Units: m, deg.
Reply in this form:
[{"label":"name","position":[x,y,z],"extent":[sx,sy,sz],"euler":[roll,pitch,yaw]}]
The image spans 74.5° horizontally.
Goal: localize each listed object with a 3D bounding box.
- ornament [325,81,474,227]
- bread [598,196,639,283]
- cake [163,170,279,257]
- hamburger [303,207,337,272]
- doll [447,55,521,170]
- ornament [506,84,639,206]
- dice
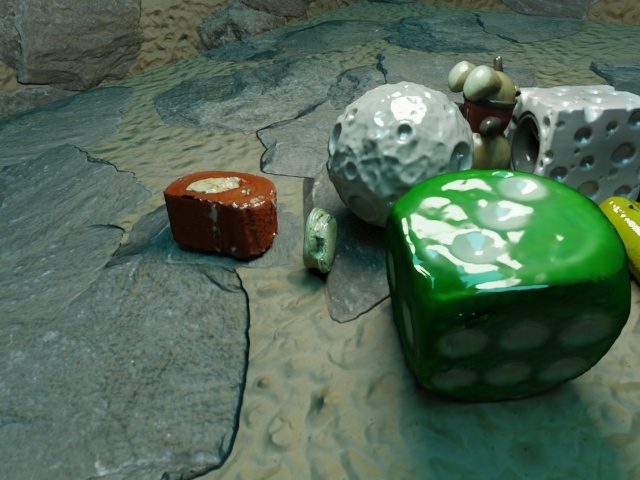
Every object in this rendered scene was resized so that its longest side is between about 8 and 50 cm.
[{"label":"ornament","position":[0.191,-0.188,0.969],"extent":[0.336,0.337,0.337],"euler":[-3,40,2]},{"label":"bread","position":[0.668,0.059,0.797],"extent":[0.166,0.112,0.384],"euler":[15,37,-18]},{"label":"cake","position":[-0.232,-0.073,1.033],"extent":[0.282,0.151,0.177],"euler":[8,30,15]},{"label":"hamburger","position":[0.000,0.000,0.926],"extent":[0.062,0.133,0.140],"euler":[7,86,9]},{"label":"doll","position":[0.405,-0.283,1.072],"extent":[0.174,0.330,0.235],"euler":[-9,33,-12]},{"label":"ornament","position":[0.616,-0.233,1.033],"extent":[0.239,0.239,0.240],"euler":[-1,30,2]},{"label":"dice","position":[0.271,0.070,0.697],"extent":[0.297,0.287,0.300],"euler":[-6,39,-2]}]
